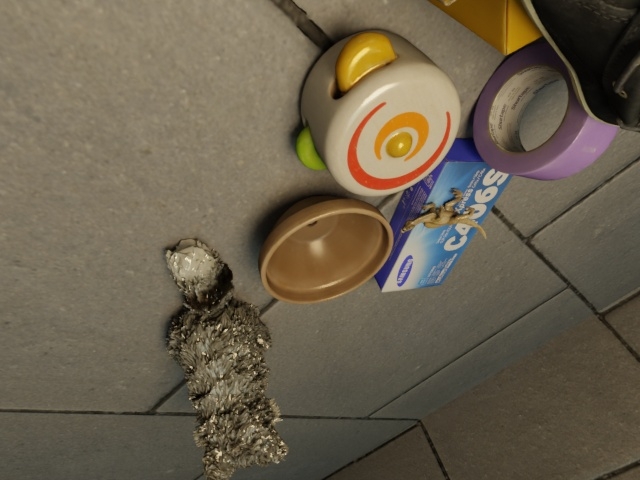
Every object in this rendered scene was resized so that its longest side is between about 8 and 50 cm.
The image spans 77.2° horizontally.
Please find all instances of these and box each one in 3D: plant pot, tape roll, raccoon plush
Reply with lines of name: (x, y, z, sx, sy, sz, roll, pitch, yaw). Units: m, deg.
plant pot: (0.000, 0.000, 0.712, 0.237, 0.110, 0.237, -13, 139, -11)
tape roll: (0.332, -0.188, 0.604, 0.080, 0.189, 0.189, 3, 134, -30)
raccoon plush: (-0.204, 0.255, 0.745, 0.216, 0.299, 0.446, -22, 140, -2)

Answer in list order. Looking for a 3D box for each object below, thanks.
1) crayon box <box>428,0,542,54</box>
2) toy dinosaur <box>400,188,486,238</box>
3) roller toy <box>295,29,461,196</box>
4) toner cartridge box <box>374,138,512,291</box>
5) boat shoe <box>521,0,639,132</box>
crayon box: (0.225, -0.314, 0.401, 0.322, 0.203, 0.083, -27, 141, 5)
toy dinosaur: (0.232, -0.044, 0.720, 0.183, 0.053, 0.093, 1, 151, -14)
roller toy: (0.081, -0.164, 0.540, 0.191, 0.146, 0.209, -2, 135, -26)
toner cartridge box: (0.234, -0.037, 0.814, 0.165, 0.075, 0.348, -4, 137, -20)
boat shoe: (0.340, -0.168, 0.355, 0.500, 0.156, 0.187, 1, 142, -43)
